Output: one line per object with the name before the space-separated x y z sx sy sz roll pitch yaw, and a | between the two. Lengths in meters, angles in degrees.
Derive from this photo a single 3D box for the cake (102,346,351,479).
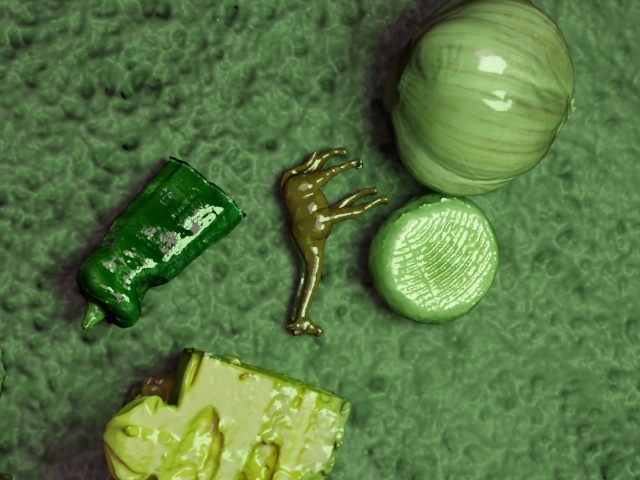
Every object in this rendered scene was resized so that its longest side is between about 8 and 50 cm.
cake | -0.138 0.260 1.369 0.286 0.227 0.222 21 81 -8

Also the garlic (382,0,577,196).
garlic | 0.227 -0.202 1.447 0.259 0.317 0.317 13 82 -12

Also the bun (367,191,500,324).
bun | 0.161 0.023 1.505 0.195 0.118 0.195 0 93 -9

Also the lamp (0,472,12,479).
lamp | -0.460 0.412 1.347 0.215 0.151 0.223 -25 53 -10

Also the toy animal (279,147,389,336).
toy animal | 0.000 0.000 1.504 0.229 0.066 0.224 -36 87 -5

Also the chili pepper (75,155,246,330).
chili pepper | -0.242 0.018 1.442 0.136 0.099 0.270 44 74 -12

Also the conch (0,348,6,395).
conch | -0.592 0.216 1.311 0.368 0.197 0.249 -23 105 -9
